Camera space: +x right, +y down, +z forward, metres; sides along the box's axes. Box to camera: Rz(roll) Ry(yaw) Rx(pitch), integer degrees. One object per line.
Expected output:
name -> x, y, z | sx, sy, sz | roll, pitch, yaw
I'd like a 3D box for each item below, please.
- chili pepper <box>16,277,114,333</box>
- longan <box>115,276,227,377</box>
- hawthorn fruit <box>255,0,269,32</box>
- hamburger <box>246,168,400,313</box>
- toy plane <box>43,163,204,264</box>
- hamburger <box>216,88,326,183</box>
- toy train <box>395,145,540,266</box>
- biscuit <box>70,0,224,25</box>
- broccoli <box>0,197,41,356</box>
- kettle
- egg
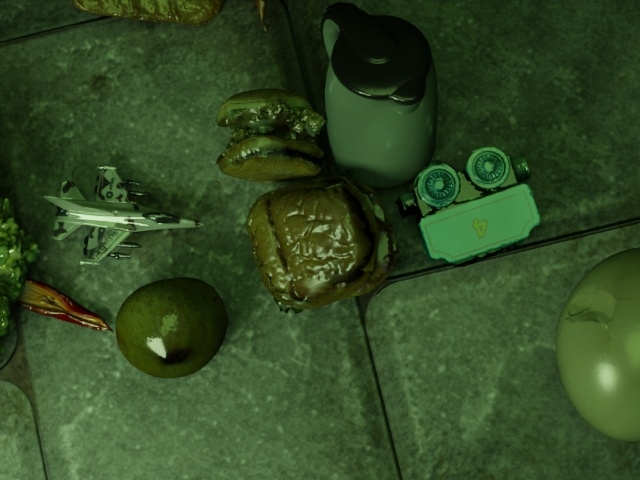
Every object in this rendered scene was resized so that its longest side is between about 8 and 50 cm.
chili pepper -> -0.381, 0.097, 1.757 | 0.178, 0.027, 0.045 | 21, 86, 7
longan -> -0.212, 0.114, 1.695 | 0.154, 0.145, 0.176 | 11, 38, -17
hawthorn fruit -> -0.096, -0.424, 1.752 | 0.207, 0.207, 0.243 | -3, 90, 3
hamburger -> 0.000, 0.000, 1.694 | 0.206, 0.130, 0.183 | -18, 86, 10
toy plane -> -0.291, -0.032, 1.757 | 0.234, 0.082, 0.160 | 10, 70, -10
hamburger -> -0.067, -0.159, 1.714 | 0.185, 0.159, 0.131 | -7, 76, 38
toy train -> 0.215, -0.047, 1.713 | 0.197, 0.107, 0.154 | -19, 87, 0
biscuit -> -0.266, -0.391, 1.808 | 0.247, 0.029, 0.118 | 5, 86, -12
broccoli -> -0.550, 0.054, 1.660 | 0.277, 0.317, 0.339 | 16, 113, 8
kettle -> 0.069, -0.218, 1.670 | 0.161, 0.236, 0.221 | -29, 67, -9
egg -> 0.428, 0.137, 1.610 | 0.219, 0.219, 0.269 | 22, 65, 7
